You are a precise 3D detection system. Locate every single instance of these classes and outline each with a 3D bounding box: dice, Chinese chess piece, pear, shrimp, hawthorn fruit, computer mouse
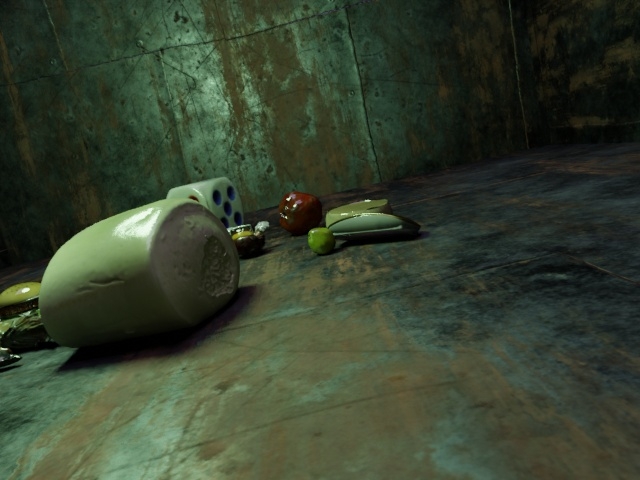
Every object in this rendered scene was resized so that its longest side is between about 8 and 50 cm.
[{"bbox_3d":[-0.550,-0.132,2.563,0.276,0.305,0.304,-7,11,26],"label":"dice"},{"bbox_3d":[0.142,-0.081,1.958,0.249,0.103,0.250,-11,10,2],"label":"Chinese chess piece"},{"bbox_3d":[0.000,0.000,1.709,0.092,0.097,0.092,-40,19,17],"label":"pear"},{"bbox_3d":[-0.761,0.255,1.295,0.359,0.085,0.247,-15,18,5],"label":"shrimp"},{"bbox_3d":[-0.075,-0.115,2.256,0.202,0.185,0.185,-1,0,-40],"label":"hawthorn fruit"},{"bbox_3d":[0.168,-0.047,1.717,0.310,0.072,0.158,-6,-12,37],"label":"computer mouse"}]

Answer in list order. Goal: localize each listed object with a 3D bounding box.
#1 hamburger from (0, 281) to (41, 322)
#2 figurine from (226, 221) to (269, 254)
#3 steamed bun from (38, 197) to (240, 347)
[{"bbox_3d":[-0.884,0.196,1.595,0.175,0.137,0.175,-15,11,3],"label":"hamburger"},{"bbox_3d":[-0.275,-0.003,2.019,0.174,0.116,0.240,-10,4,2],"label":"figurine"},{"bbox_3d":[-0.430,0.061,1.310,0.370,0.290,0.456,-12,9,12],"label":"steamed bun"}]
